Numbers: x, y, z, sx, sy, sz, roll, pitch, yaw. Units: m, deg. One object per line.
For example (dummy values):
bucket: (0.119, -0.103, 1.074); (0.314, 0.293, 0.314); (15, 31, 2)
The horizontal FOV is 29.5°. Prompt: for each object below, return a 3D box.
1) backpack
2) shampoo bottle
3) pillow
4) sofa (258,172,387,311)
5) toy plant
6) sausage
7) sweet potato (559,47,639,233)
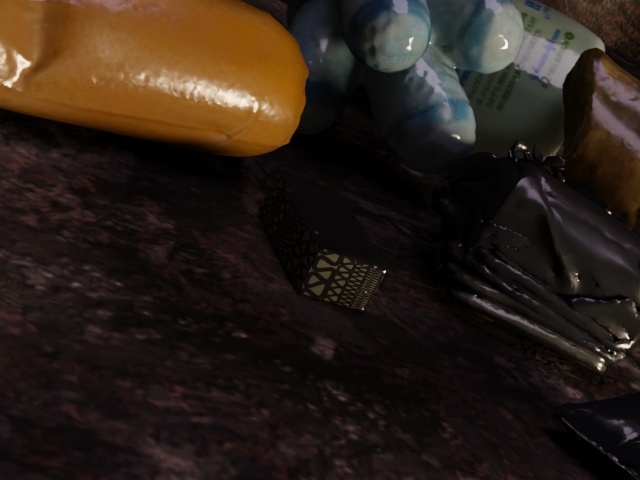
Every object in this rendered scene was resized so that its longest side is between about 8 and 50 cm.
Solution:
backpack: (0.190, -0.004, 1.026); (0.206, 0.133, 0.258); (30, 13, -4)
shampoo bottle: (0.127, -0.214, 1.362); (0.349, 0.151, 0.222); (26, 63, 5)
pillow: (0.262, 0.166, 0.787); (0.141, 0.055, 0.208); (2, 32, -40)
sofa: (0.000, 0.000, 0.871); (0.060, 0.039, 0.118); (17, 23, -26)
toy plant: (0.054, -0.214, 1.162); (0.247, 0.247, 0.332); (1, 64, -52)
sausage: (-0.170, -0.147, 0.881); (0.353, 0.134, 0.116); (13, -9, -38)
sweet potato: (0.342, -0.022, 1.163); (0.370, 0.158, 0.158); (50, 24, 11)
